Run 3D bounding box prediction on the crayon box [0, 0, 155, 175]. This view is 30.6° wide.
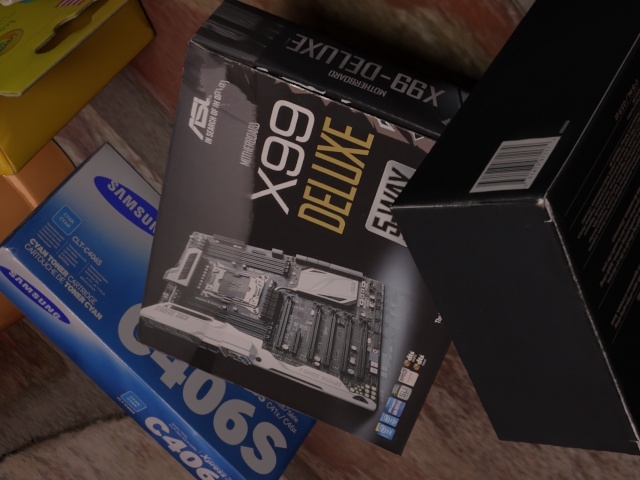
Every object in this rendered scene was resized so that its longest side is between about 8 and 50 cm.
[{"bbox_3d":[-0.286,-0.146,0.989,0.319,0.202,0.081,5,133,35],"label":"crayon box"}]

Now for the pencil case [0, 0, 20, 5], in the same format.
[{"bbox_3d":[-0.397,-0.283,0.955,0.410,0.160,0.183,13,141,32],"label":"pencil case"}]

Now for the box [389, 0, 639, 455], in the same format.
[{"bbox_3d":[0.168,-0.031,0.709,0.103,0.261,0.184,-4,127,40],"label":"box"}]

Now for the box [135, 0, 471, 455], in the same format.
[{"bbox_3d":[0.000,0.000,0.883,0.242,0.076,0.307,23,132,5],"label":"box"}]

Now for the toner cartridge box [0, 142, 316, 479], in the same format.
[{"bbox_3d":[-0.150,0.087,1.157,0.348,0.165,0.075,46,140,-13],"label":"toner cartridge box"}]

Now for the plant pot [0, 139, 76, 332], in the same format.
[{"bbox_3d":[-0.404,-0.001,1.231,0.291,0.203,0.291,21,139,19],"label":"plant pot"}]
